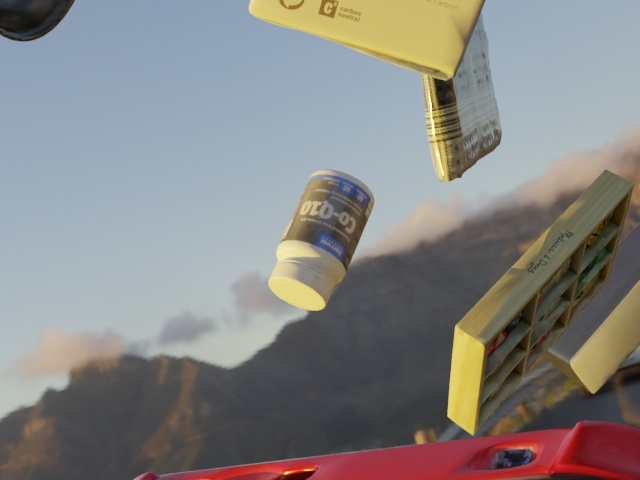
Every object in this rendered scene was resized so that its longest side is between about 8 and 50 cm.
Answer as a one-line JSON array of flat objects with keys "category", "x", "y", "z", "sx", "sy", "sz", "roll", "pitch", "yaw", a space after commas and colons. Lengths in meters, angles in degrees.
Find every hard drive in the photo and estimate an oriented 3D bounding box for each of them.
[{"category": "hard drive", "x": 0.393, "y": 0.071, "z": 1.304, "sx": 0.255, "sy": 0.054, "sz": 0.172, "roll": -50, "pitch": 8, "yaw": 1}]

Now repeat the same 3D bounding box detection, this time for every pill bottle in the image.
[{"category": "pill bottle", "x": 0.000, "y": 0.000, "z": 1.070, "sx": 0.078, "sy": 0.137, "sz": 0.078, "roll": 18, "pitch": -27, "yaw": 10}]

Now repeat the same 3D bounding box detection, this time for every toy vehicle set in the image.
[{"category": "toy vehicle set", "x": 0.230, "y": 0.064, "z": 1.060, "sx": 0.267, "sy": 0.035, "sz": 0.166, "roll": -42, "pitch": -31, "yaw": -27}]

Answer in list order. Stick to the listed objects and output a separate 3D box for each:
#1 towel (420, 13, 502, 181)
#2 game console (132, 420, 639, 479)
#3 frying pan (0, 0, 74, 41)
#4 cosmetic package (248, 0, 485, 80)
[{"category": "towel", "x": 0.177, "y": -0.251, "z": 1.363, "sx": 0.056, "sy": 0.312, "sz": 0.324, "roll": -7, "pitch": 9, "yaw": 21}, {"category": "game console", "x": 0.070, "y": 0.258, "z": 0.548, "sx": 0.386, "sy": 0.342, "sz": 0.060, "roll": -14, "pitch": 20, "yaw": 34}, {"category": "frying pan", "x": -0.211, "y": -0.293, "z": 0.675, "sx": 0.053, "sy": 0.326, "sz": 0.197, "roll": 11, "pitch": 38, "yaw": 12}, {"category": "cosmetic package", "x": 0.080, "y": -0.331, "z": 0.632, "sx": 0.156, "sy": 0.217, "sz": 0.385, "roll": 17, "pitch": -51, "yaw": -5}]
